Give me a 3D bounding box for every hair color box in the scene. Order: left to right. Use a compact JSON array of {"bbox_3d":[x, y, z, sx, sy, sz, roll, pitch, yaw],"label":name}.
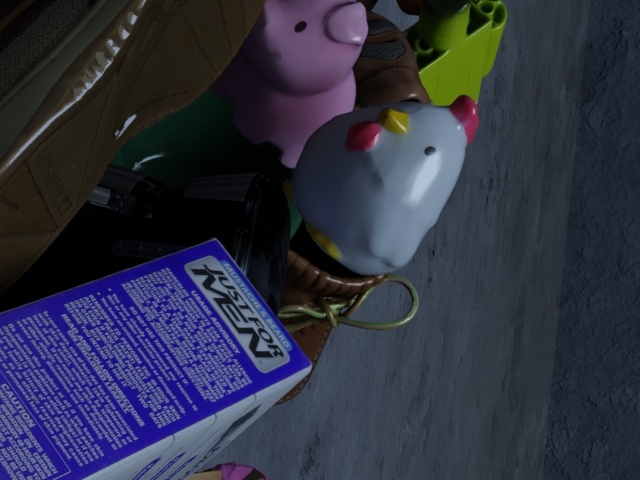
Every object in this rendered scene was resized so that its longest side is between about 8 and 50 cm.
[{"bbox_3d":[-0.169,0.118,0.987,0.185,0.110,0.339,-42,168,28],"label":"hair color box"}]

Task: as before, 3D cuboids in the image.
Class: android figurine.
[{"bbox_3d":[0.066,-0.114,1.630,0.248,0.056,0.273,-38,159,-20],"label":"android figurine"}]

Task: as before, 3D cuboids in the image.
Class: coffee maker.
[{"bbox_3d":[-0.119,0.031,1.209,0.120,0.178,0.171,-15,112,-70],"label":"coffee maker"}]

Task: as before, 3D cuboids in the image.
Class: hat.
[{"bbox_3d":[-0.122,-0.015,1.402,0.183,0.173,0.208,-46,-154,52],"label":"hat"}]

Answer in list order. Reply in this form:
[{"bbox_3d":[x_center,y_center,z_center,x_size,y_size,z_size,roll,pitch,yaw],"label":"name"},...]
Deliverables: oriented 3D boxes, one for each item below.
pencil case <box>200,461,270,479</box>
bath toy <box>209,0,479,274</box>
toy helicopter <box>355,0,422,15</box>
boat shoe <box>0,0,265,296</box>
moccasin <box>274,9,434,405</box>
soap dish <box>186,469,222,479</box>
[{"bbox_3d":[-0.099,0.273,1.536,0.098,0.095,0.209,63,31,-27],"label":"pencil case"},{"bbox_3d":[-0.020,-0.134,1.204,0.129,0.348,0.151,-42,149,11],"label":"bath toy"},{"bbox_3d":[-0.009,-0.255,1.509,0.355,0.140,0.235,-51,143,-54],"label":"toy helicopter"},{"bbox_3d":[-0.147,-0.113,1.060,0.342,0.123,0.123,-52,156,-23],"label":"boat shoe"},{"bbox_3d":[0.003,0.000,1.496,0.139,0.147,0.380,-2,134,-34],"label":"moccasin"},{"bbox_3d":[-0.159,0.274,1.292,0.291,0.118,0.229,13,86,-73],"label":"soap dish"}]
